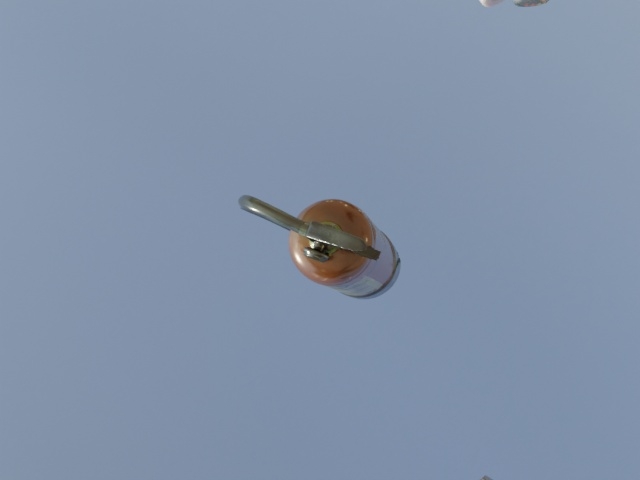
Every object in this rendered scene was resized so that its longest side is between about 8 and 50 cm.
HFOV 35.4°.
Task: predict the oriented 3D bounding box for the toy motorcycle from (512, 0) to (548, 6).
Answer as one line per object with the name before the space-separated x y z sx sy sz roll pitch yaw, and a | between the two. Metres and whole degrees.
toy motorcycle | 0.469 -0.513 1.735 0.108 0.307 0.173 42 -128 -21

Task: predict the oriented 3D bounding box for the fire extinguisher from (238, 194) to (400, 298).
fire extinguisher | 0.001 0.011 1.384 0.200 0.376 0.113 3 -97 11

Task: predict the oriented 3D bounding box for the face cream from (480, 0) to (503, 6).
face cream | 0.216 -0.483 1.597 0.082 0.082 0.269 -12 -117 -38

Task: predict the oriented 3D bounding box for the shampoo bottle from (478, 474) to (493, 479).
shampoo bottle | 0.115 0.300 1.011 0.040 0.165 0.080 47 -168 0
